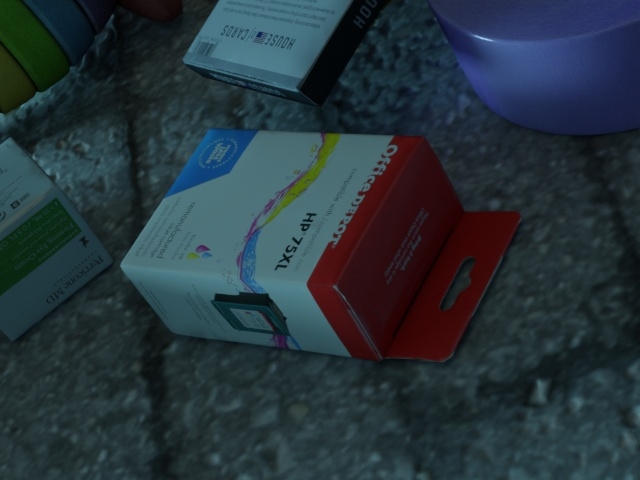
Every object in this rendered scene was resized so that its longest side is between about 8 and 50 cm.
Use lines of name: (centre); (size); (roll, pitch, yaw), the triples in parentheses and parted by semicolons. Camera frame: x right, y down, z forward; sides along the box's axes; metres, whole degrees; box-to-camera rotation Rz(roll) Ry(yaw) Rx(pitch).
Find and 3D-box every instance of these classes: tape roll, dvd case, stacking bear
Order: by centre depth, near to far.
tape roll: (0.212, -0.200, 1.195); (0.275, 0.090, 0.275); (-18, 41, 17)
dvd case: (0.008, -0.213, 1.248); (0.239, 0.029, 0.179); (-59, 32, -6)
stacking bear: (-0.290, -0.168, 1.460); (0.289, 0.164, 0.175); (-47, 40, -10)

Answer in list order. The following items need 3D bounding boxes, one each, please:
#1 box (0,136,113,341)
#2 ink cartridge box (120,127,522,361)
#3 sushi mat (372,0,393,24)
box: (-0.231, -0.001, 1.285); (0.101, 0.087, 0.102); (-39, 39, -8)
ink cartridge box: (0.000, 0.000, 1.133); (0.231, 0.078, 0.134); (4, 51, 37)
sushi mat: (0.018, -0.254, 1.319); (0.151, 0.019, 0.316); (-42, 34, 17)
